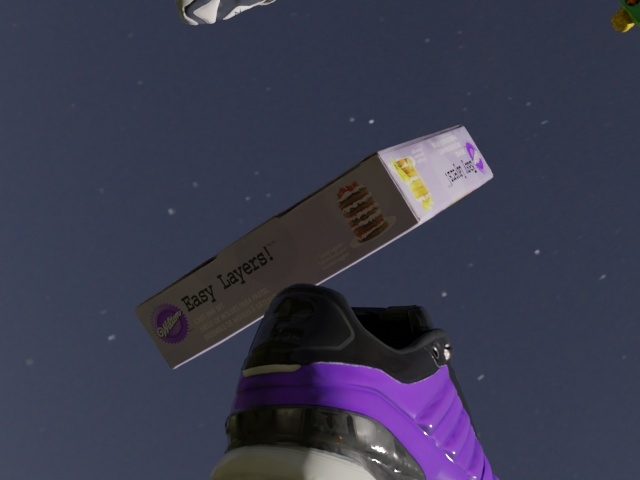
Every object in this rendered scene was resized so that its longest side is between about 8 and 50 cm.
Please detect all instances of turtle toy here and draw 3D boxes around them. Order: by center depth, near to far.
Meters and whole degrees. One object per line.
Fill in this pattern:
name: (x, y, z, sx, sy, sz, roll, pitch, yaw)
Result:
turtle toy: (0.396, -0.272, 1.066, 0.130, 0.095, 0.066, 31, -25, 32)

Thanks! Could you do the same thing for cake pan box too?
cake pan box: (0.000, 0.000, 0.820, 0.267, 0.245, 0.070, -31, -94, 24)

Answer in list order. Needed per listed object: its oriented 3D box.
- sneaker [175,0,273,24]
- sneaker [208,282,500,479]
sneaker: (-0.105, -0.379, 1.113, 0.094, 0.153, 0.235, -161, -117, -76)
sneaker: (0.055, 0.112, 0.550, 0.102, 0.293, 0.146, -11, -122, 30)
